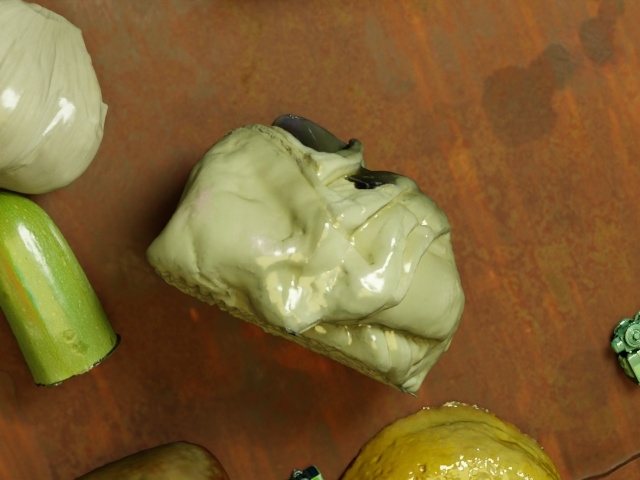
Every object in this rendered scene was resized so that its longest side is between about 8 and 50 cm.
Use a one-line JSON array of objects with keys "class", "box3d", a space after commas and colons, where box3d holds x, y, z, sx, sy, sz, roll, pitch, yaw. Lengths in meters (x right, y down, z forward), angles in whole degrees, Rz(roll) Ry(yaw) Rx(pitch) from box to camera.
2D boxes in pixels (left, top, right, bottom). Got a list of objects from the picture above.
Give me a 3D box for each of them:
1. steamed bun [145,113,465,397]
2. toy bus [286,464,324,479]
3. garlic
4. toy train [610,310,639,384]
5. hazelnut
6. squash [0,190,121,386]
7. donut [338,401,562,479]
[{"class": "steamed bun", "box3d": [0.000, 0.000, 1.605, 0.320, 0.275, 0.206, 36, 76, -52]}, {"class": "toy bus", "box3d": [-0.033, 0.266, 1.753, 0.083, 0.031, 0.037, -31, 113, -7]}, {"class": "garlic", "box3d": [-0.303, -0.140, 1.558, 0.229, 0.143, 0.178, 30, 94, -8]}, {"class": "toy train", "box3d": [0.378, 0.090, 1.819, 0.148, 0.038, 0.071, -31, 109, -7]}, {"class": "hazelnut", "box3d": [-0.166, 0.303, 1.649, 0.210, 0.186, 0.210, 2, 84, -24]}, {"class": "squash", "box3d": [-0.269, 0.037, 1.615, 0.095, 0.095, 0.188, -27, 109, -8]}, {"class": "donut", "box3d": [0.138, 0.315, 1.755, 0.277, 0.108, 0.278, -1, 98, -8]}]
